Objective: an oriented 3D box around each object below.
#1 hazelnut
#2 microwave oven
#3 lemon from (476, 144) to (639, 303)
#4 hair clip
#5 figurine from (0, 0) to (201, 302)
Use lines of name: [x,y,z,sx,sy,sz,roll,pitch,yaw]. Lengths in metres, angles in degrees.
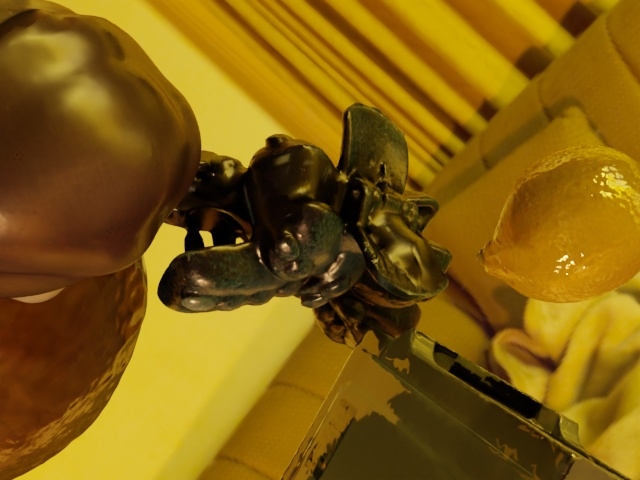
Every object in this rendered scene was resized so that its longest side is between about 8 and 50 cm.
hazelnut: [-0.380,0.063,0.949,0.421,0.352,0.421,-45,35,43]
microwave oven: [0.116,0.254,0.693,0.286,0.218,0.355,-61,17,-2]
lemon: [0.307,-0.018,1.093,0.244,0.187,0.187,-29,4,4]
hair clip: [0.002,-0.003,0.862,0.206,0.310,0.195,-28,59,36]
figurine: [-0.228,-0.130,0.583,0.206,0.365,0.218,-24,10,12]
